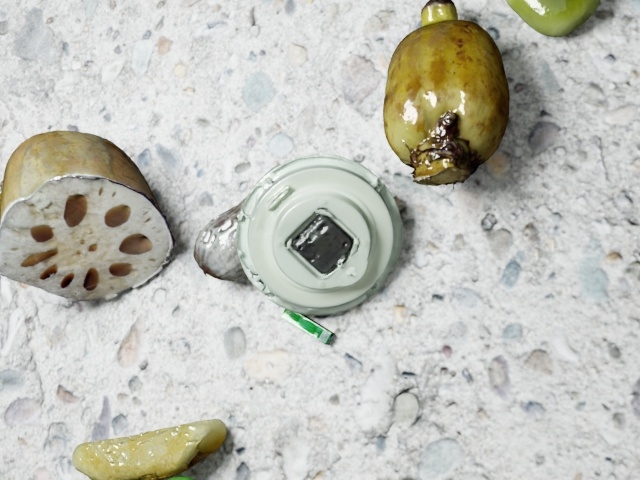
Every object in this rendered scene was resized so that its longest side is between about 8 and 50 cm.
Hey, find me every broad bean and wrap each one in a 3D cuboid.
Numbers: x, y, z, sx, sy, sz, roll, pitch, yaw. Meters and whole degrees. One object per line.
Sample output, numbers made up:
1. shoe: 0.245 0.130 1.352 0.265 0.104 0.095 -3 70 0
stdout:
1. broad bean: 0.317 -0.372 0.936 0.124 0.082 0.174 -45 79 5

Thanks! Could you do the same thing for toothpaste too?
1. toothpaste: -0.019 0.125 0.970 0.083 0.017 0.020 29 91 22

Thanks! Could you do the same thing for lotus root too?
1. lotus root: 0.174 -0.204 0.911 0.170 0.141 0.313 -1 69 16
2. lotus root: -0.375 -0.047 1.018 0.272 0.272 0.192 -37 54 8

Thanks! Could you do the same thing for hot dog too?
1. hot dog: -0.252 0.318 0.973 0.243 0.084 0.073 -14 78 15

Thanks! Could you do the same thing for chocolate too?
1. chocolate: -0.084 -0.029 0.978 0.248 0.110 0.110 -42 69 12

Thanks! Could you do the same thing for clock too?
1. clock: 0.000 0.000 0.908 0.237 0.053 0.236 -1 104 -4

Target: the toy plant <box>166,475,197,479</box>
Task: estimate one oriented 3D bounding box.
1. toy plant: -0.235 0.431 0.890 0.218 0.175 0.235 -20 76 9
